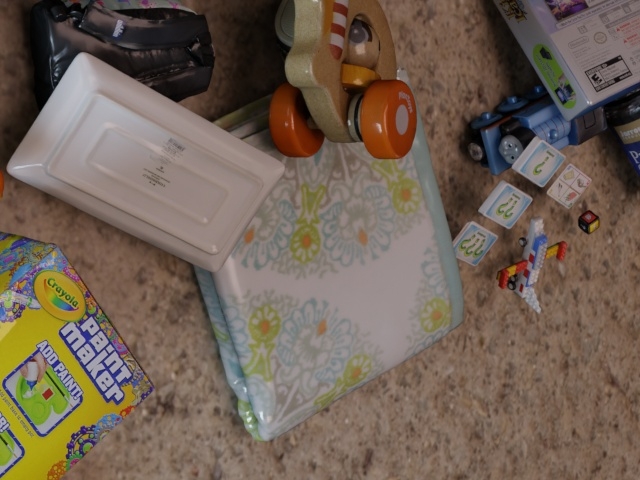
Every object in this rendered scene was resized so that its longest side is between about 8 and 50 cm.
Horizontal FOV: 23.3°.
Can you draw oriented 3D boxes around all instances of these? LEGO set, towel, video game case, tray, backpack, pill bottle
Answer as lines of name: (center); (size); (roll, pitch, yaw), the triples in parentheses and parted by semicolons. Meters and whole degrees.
LEGO set: (0.280, -0.014, 1.964); (0.182, 0.060, 0.244); (-52, 146, 8)
towel: (0.000, 0.000, 1.795); (0.320, 0.090, 0.374); (-26, 111, -28)
video game case: (0.354, -0.306, 1.968); (0.269, 0.061, 0.244); (-26, 83, -32)
tray: (-0.169, -0.069, 1.580); (0.270, 0.030, 0.145); (28, 100, -33)
backpack: (-0.202, -0.195, 1.592); (0.182, 0.115, 0.152); (-13, 123, -25)
pill bottle: (0.454, -0.158, 2.076); (0.123, 0.123, 0.219); (-42, 105, -25)

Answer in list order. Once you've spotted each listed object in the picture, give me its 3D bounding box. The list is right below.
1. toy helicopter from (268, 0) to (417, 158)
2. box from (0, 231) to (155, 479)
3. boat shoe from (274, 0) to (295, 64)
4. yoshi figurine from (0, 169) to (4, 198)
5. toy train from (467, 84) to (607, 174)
toy helicopter: (0.010, -0.263, 1.605); (0.235, 0.140, 0.355); (-65, 144, -35)
box: (-0.361, 0.136, 1.412); (0.279, 0.290, 0.177); (-43, 119, -23)
boat shoe: (0.018, -0.296, 1.785); (0.233, 0.084, 0.079); (-60, 161, -23)
yoshi figurine: (-0.356, -0.201, 1.447); (0.203, 0.203, 0.362); (-24, 108, -49)
toy train: (0.272, -0.144, 1.963); (0.184, 0.105, 0.080); (-28, 112, -31)
